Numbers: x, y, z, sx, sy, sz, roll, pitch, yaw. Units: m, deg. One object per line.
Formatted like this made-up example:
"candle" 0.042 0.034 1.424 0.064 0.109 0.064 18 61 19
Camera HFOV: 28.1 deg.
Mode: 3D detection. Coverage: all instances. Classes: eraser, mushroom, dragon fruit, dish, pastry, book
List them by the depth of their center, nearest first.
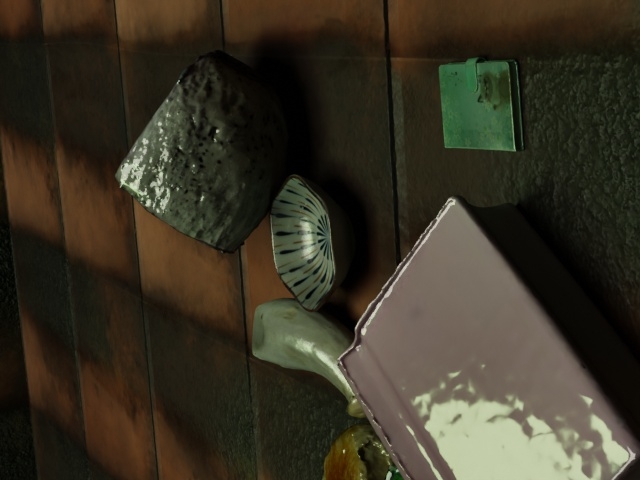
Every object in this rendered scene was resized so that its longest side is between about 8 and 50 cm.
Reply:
"eraser" 0.189 0.168 1.320 0.272 0.122 0.359 -57 46 26
"book" 0.176 -0.152 1.420 0.135 0.017 0.103 12 109 61
"pastry" 0.068 0.333 1.694 0.192 0.093 0.182 109 151 -48
"dish" 0.000 0.000 1.758 0.191 0.066 0.190 29 124 55
"mushroom" -0.004 0.153 1.780 0.270 0.103 0.118 27 126 52
"dragon fruit" -0.134 -0.133 1.836 0.221 0.204 0.283 -55 1 17

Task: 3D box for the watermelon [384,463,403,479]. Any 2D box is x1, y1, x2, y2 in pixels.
"watermelon" 0.132 0.332 1.520 0.128 0.146 0.231 51 140 44
